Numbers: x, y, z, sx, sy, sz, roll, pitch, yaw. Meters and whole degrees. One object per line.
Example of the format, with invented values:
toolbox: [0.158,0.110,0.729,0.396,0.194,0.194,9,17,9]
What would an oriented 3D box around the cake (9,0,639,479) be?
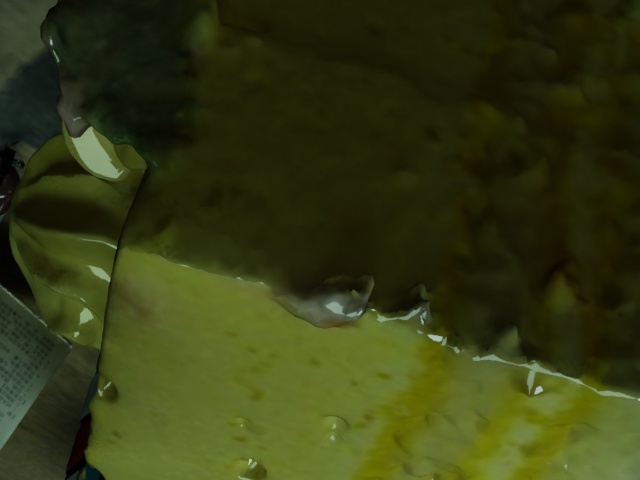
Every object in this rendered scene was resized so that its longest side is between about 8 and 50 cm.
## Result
cake: [0.000,0.000,0.613,0.286,0.222,0.227,16,142,-5]

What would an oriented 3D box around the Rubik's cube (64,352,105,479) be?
Rubik's cube: [-0.049,0.117,0.836,0.154,0.155,0.151,28,140,-21]

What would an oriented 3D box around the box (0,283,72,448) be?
box: [-0.274,0.064,0.771,0.212,0.168,0.095,43,139,-15]

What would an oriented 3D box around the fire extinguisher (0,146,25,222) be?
fire extinguisher: [-0.209,-0.015,0.812,0.049,0.035,0.173,53,140,8]
